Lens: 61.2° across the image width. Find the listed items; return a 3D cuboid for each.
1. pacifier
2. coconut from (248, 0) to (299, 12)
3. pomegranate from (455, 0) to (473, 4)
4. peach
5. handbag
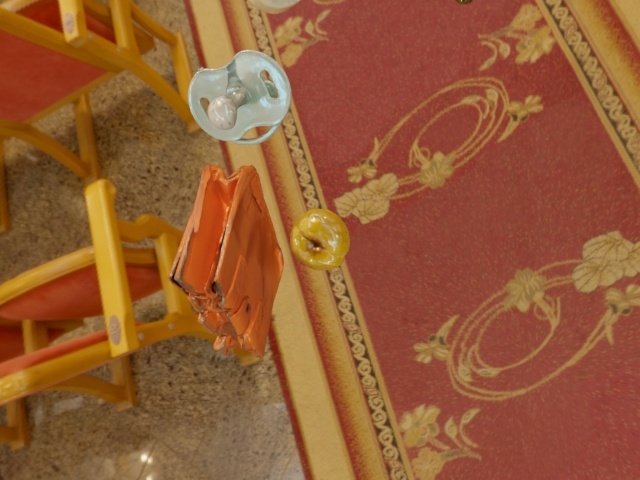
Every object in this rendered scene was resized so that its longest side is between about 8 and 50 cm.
[{"bbox_3d":[-0.257,-0.403,1.641,0.343,0.269,0.288,-18,117,24],"label":"pacifier"},{"bbox_3d":[-0.147,-0.880,1.775,0.237,0.266,0.237,-3,105,-12],"label":"coconut"},{"bbox_3d":[0.393,-0.673,1.450,0.084,0.073,0.073,-38,64,-24],"label":"pomegranate"},{"bbox_3d":[0.000,0.000,1.513,0.179,0.103,0.179,9,113,23],"label":"peach"},{"bbox_3d":[-0.177,0.057,1.149,0.116,0.410,0.303,3,60,8],"label":"handbag"}]
